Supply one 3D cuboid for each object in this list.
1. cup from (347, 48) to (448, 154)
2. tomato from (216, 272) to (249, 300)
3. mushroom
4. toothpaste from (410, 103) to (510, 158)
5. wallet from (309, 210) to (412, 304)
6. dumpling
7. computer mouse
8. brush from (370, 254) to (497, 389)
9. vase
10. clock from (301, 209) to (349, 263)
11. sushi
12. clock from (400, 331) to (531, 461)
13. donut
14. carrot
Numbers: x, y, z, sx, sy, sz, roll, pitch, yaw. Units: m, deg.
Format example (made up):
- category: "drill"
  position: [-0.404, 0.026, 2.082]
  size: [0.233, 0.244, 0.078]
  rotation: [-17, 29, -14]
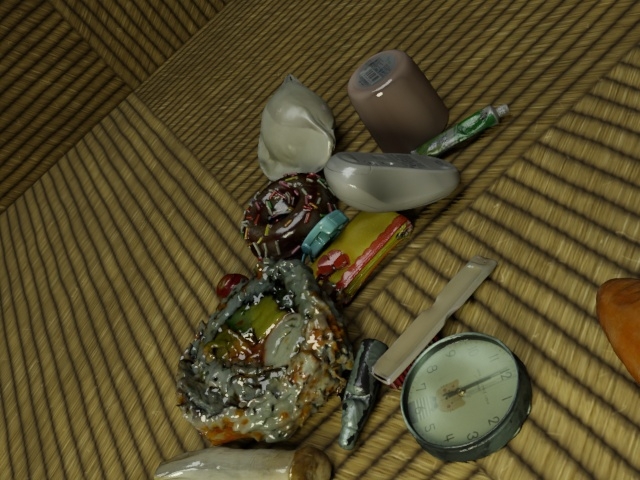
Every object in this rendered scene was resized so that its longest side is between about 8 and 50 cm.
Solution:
- category: "cup"
  position: [0.184, -0.360, 1.745]
  size: [0.191, 0.200, 0.253]
  rotation: [-19, 42, 28]
- category: "tomato"
  position: [-0.213, 0.117, 1.730]
  size: [0.087, 0.075, 0.087]
  rotation: [-27, 40, 25]
- category: "mushroom"
  position: [-0.149, 0.429, 1.320]
  size: [0.351, 0.122, 0.095]
  rotation: [-12, 77, 25]
- category: "toothpaste"
  position: [0.319, -0.242, 1.638]
  size: [0.248, 0.047, 0.078]
  rotation: [-29, 39, 20]
- category: "wallet"
  position: [0.082, 0.022, 1.569]
  size: [0.241, 0.067, 0.141]
  rotation: [-49, 39, -10]
- category: "dumpling"
  position: [-0.078, -0.288, 1.954]
  size: [0.341, 0.181, 0.260]
  rotation: [47, 115, 22]
- category: "computer mouse"
  position: [0.152, -0.120, 1.544]
  size: [0.184, 0.296, 0.121]
  rotation: [-137, 51, -65]
- category: "brush"
  position: [0.221, 0.152, 1.336]
  size: [0.321, 0.050, 0.060]
  rotation: [-45, 33, -17]
- category: "vase"
  position: [0.075, 0.285, 1.316]
  size: [0.060, 0.060, 0.211]
  rotation: [-8, 49, 37]
- category: "clock"
  position: [-0.001, -0.001, 1.627]
  size: [0.147, 0.045, 0.108]
  rotation: [-53, -10, 29]
- category: "sushi"
  position: [-0.116, 0.215, 1.454]
  size: [0.417, 0.176, 0.418]
  rotation: [-25, 41, 24]
- category: "clock"
  position: [0.240, 0.259, 1.204]
  size: [0.226, 0.049, 0.226]
  rotation: [-25, 40, 23]
- category: "donut"
  position: [-0.083, -0.063, 1.772]
  size: [0.269, 0.103, 0.270]
  rotation: [-25, 38, 21]
- category: "carrot"
  position: [0.494, 0.126, 1.048]
  size: [0.159, 0.159, 0.225]
  rotation: [-36, 26, 7]
